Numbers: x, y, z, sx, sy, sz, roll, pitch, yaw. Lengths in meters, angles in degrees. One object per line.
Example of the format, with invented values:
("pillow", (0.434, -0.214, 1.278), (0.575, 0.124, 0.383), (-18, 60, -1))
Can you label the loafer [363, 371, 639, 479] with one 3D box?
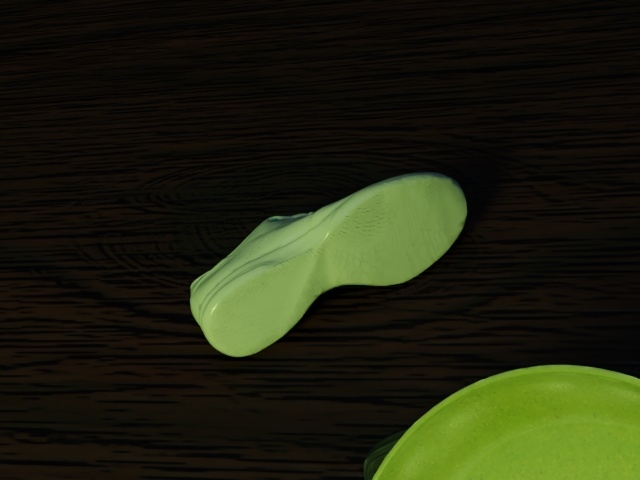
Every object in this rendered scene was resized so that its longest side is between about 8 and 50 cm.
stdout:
("loafer", (0.136, 0.115, 0.577), (0.223, 0.076, 0.078), (-12, 7, 12))

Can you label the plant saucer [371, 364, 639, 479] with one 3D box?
("plant saucer", (0.107, 0.173, 0.434), (0.037, 0.241, 0.241), (11, 14, -46))

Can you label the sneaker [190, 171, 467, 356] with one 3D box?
("sneaker", (0.000, 0.000, 0.759), (0.212, 0.080, 0.094), (-25, 28, -11))
